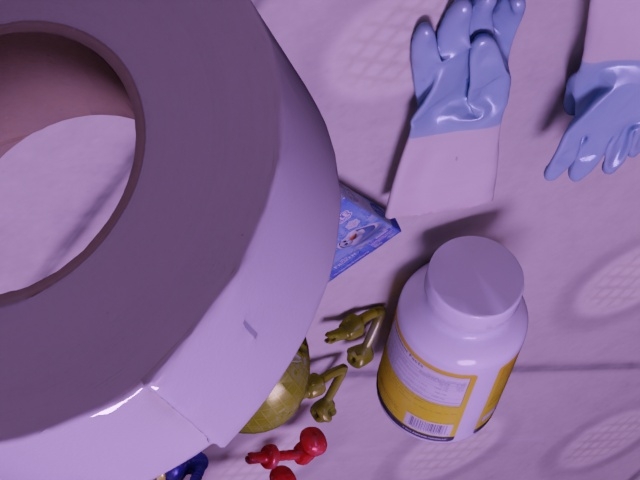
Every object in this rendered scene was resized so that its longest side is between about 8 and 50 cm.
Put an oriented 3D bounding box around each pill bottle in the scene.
[{"bbox_3d":[0.106,0.077,1.478,0.103,0.103,0.184,-16,150,-19],"label":"pill bottle"}]

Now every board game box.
[{"bbox_3d":[0.000,0.000,1.346,0.090,0.020,0.090,-36,150,17],"label":"board game box"}]

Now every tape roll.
[{"bbox_3d":[-0.136,-0.018,0.916,0.286,0.286,0.100,-29,152,4],"label":"tape roll"}]

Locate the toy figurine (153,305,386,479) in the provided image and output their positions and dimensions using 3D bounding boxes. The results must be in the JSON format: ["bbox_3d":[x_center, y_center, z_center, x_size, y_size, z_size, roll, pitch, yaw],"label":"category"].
[{"bbox_3d":[-0.037,0.244,1.474,0.191,0.217,0.362,3,133,-40],"label":"toy figurine"}]

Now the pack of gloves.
[{"bbox_3d":[0.144,-0.112,1.278,0.195,0.046,0.232,-8,146,-10],"label":"pack of gloves"}]
